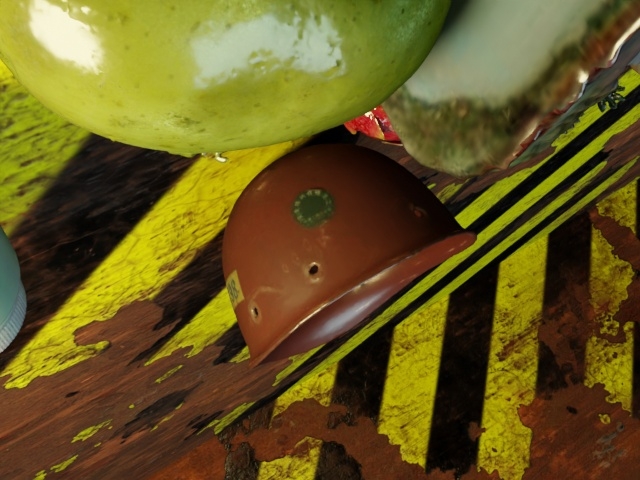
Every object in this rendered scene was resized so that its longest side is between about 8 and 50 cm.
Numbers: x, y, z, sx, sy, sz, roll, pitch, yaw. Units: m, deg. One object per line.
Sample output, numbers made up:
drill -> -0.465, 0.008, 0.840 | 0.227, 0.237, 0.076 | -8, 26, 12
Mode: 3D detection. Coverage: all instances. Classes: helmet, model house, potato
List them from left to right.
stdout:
potato -> -0.060, -0.161, 0.483 | 0.305, 0.215, 0.216 | -13, 155, -24
helmet -> 0.000, 0.000, 1.002 | 0.338, 0.230, 0.385 | -29, 170, -13
model house -> 0.232, -0.260, 0.589 | 0.339, 0.297, 0.360 | -18, 155, -31

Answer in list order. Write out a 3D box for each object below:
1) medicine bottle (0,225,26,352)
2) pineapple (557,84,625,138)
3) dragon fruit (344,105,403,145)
medicine bottle -> -0.328, 0.019, 0.610 | 0.139, 0.139, 0.225 | -28, 161, -19
pineapple -> 0.481, -0.255, 1.428 | 0.221, 0.103, 0.083 | -31, -164, -13
dragon fruit -> 0.090, -0.179, 0.865 | 0.166, 0.136, 0.133 | -50, 143, -22
